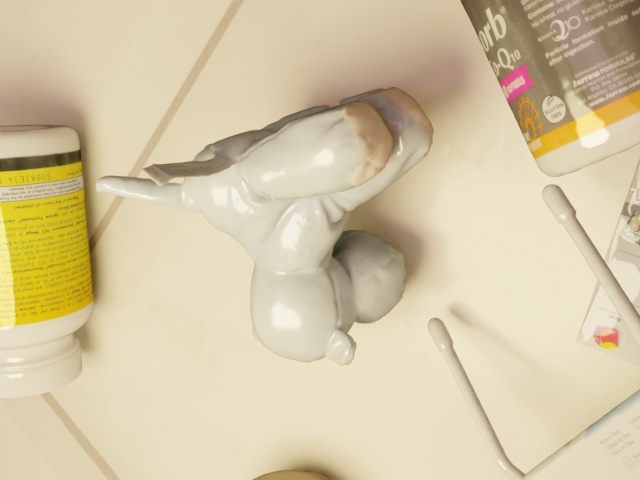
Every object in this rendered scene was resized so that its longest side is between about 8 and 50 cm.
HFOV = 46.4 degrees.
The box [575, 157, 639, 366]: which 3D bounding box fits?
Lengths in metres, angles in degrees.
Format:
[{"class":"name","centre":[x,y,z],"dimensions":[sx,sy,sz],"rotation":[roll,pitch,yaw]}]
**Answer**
[{"class":"box","centre":[0.326,0.030,0.658],"dimensions":[0.145,0.038,0.186],"rotation":[20,109,24]}]

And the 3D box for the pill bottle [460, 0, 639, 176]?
[{"class":"pill bottle","centre":[0.200,-0.206,0.605],"dimensions":[0.162,0.162,0.279],"rotation":[-26,87,31]}]

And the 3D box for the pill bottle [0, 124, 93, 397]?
[{"class":"pill bottle","centre":[-0.398,0.022,0.972],"dimensions":[0.187,0.188,0.334],"rotation":[5,103,28]}]

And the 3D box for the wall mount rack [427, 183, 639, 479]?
[{"class":"wall mount rack","centre":[0.244,0.137,0.645],"dimensions":[0.304,0.130,0.350],"rotation":[38,131,7]}]

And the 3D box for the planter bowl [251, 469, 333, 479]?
[{"class":"planter bowl","centre":[-0.028,0.339,0.883],"dimensions":[0.162,0.109,0.162],"rotation":[7,105,28]}]

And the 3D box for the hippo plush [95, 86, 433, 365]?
[{"class":"hippo plush","centre":[0.000,0.000,0.711],"dimensions":[0.234,0.294,0.237],"rotation":[-2,109,51]}]
